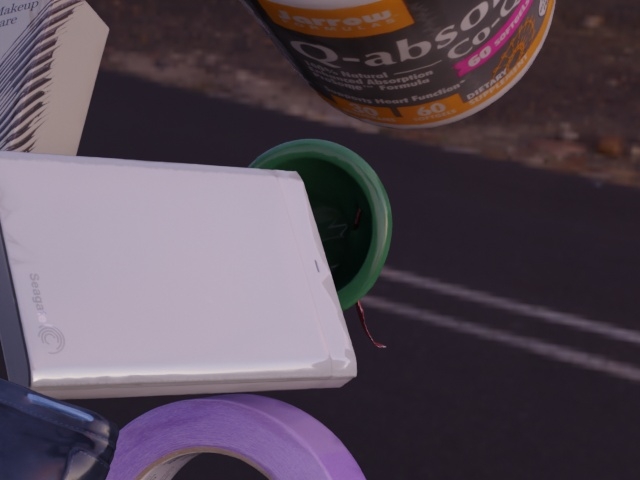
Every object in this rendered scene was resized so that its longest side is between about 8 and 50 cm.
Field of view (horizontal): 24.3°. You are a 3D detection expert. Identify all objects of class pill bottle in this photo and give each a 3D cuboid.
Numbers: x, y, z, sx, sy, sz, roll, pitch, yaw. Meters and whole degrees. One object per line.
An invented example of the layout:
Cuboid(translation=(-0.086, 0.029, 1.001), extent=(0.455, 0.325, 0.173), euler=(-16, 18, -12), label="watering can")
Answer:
Cuboid(translation=(0.021, -0.166, 0.721), extent=(0.162, 0.162, 0.278), euler=(8, -10, 17), label="pill bottle")

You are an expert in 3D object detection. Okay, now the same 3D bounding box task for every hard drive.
Cuboid(translation=(-0.123, 0.028, 1.223), extent=(0.307, 0.203, 0.040), euler=(2, -29, -38), label="hard drive")

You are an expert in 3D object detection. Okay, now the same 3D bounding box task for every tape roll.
Cuboid(translation=(-0.087, 0.278, 1.344), extent=(0.274, 0.275, 0.090), euler=(9, 0, 20), label="tape roll")

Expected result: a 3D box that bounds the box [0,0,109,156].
Cuboid(translation=(-0.291, -0.113, 1.402), extent=(0.113, 0.094, 0.275), euler=(-11, 53, 25), label="box")

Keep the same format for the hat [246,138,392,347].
Cuboid(translation=(0.000, 0.000, 1.585), extent=(0.173, 0.209, 0.183), euler=(15, 4, 10), label="hat")

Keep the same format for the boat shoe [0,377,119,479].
Cuboid(translation=(-0.232, 0.092, 0.900), extent=(0.258, 0.089, 0.109), euler=(28, -20, 14), label="boat shoe")
